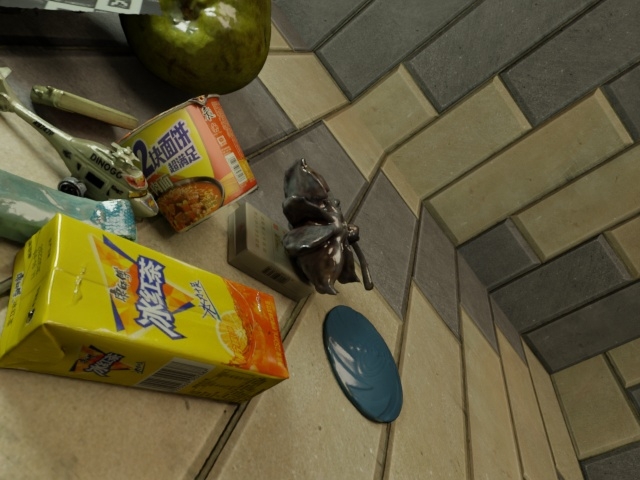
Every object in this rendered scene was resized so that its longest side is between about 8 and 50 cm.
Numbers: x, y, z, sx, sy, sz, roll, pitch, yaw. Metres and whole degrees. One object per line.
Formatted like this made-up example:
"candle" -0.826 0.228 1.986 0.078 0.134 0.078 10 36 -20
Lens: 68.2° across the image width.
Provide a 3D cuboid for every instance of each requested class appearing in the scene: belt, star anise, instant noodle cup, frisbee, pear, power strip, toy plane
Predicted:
"belt" -0.351 -0.037 0.567 0.302 0.087 0.072 24 37 -51
"star anise" 0.000 0.000 1.018 0.316 0.139 0.359 -37 108 -59
"instant noodle cup" -0.218 -0.122 0.807 0.174 0.213 0.213 59 23 -11
"frisbee" 0.115 0.273 1.095 0.289 0.049 0.289 42 27 -27
"pear" -0.262 -0.488 1.018 0.352 0.352 0.413 45 12 -24
"power strip" -0.382 -0.213 0.763 0.076 0.028 0.169 18 5 27
"toy plane" -0.353 -0.130 0.680 0.286 0.108 0.092 37 29 -10

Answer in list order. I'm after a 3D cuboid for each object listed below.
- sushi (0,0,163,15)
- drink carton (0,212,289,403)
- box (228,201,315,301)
"sushi" -0.462 -0.444 0.798 0.320 0.068 0.339 -10 56 -25
"drink carton" -0.207 0.109 0.628 0.351 0.111 0.154 29 34 -44
"box" -0.102 0.027 0.993 0.201 0.058 0.140 34 31 -39
